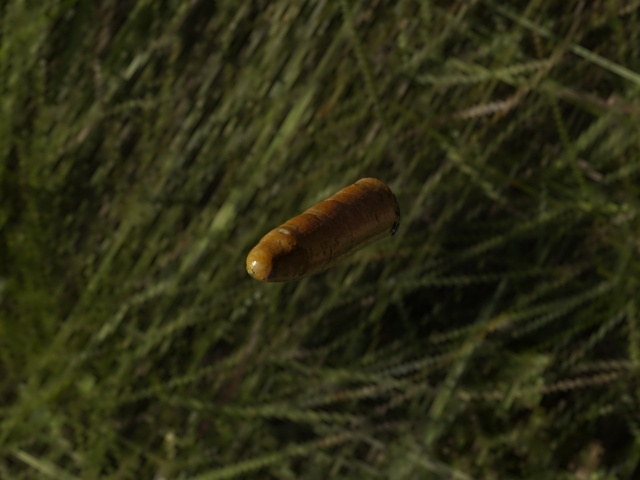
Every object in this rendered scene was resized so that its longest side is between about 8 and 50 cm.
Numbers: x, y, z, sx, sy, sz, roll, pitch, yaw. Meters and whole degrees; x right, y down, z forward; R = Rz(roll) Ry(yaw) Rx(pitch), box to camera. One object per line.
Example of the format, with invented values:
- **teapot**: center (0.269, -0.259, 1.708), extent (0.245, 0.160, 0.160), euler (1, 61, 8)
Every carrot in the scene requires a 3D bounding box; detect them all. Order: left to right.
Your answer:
- **carrot**: center (0.000, 0.000, 1.137), extent (0.048, 0.139, 0.048), euler (16, 118, 31)
